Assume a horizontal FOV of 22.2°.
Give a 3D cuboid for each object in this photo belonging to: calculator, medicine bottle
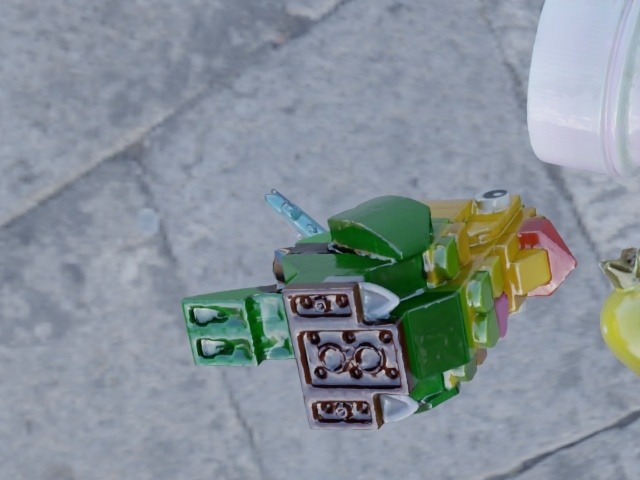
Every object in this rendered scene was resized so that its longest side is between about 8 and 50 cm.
[{"bbox_3d":[0.000,0.000,1.136,0.094,0.141,0.019,40,88,8],"label":"calculator"},{"bbox_3d":[0.374,-0.116,1.300,0.378,0.213,0.214,13,96,25],"label":"medicine bottle"}]

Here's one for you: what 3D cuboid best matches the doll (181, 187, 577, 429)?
[{"bbox_3d":[0.042,0.028,0.854,0.134,0.186,0.106,12,119,52],"label":"doll"}]

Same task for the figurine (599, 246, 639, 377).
[{"bbox_3d":[0.364,0.106,1.524,0.185,0.127,0.234,-12,91,28],"label":"figurine"}]
